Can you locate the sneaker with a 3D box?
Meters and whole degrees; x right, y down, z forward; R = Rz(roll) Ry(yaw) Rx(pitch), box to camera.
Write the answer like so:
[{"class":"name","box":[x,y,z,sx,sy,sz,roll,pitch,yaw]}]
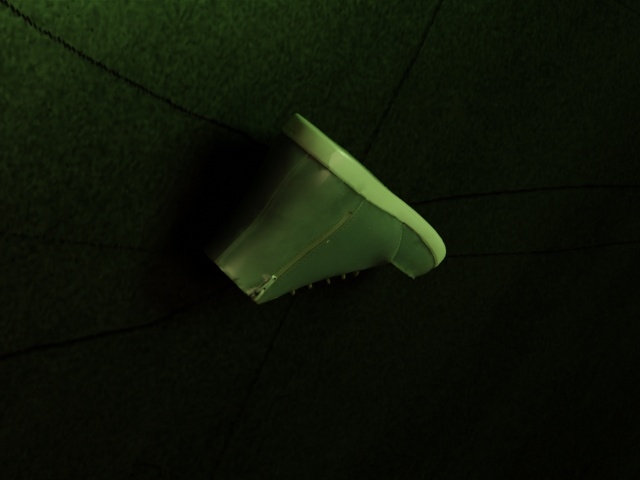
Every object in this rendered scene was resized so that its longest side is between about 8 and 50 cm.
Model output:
[{"class":"sneaker","box":[0.000,0.000,1.230,0.118,0.083,0.222,-49,146,3]}]
